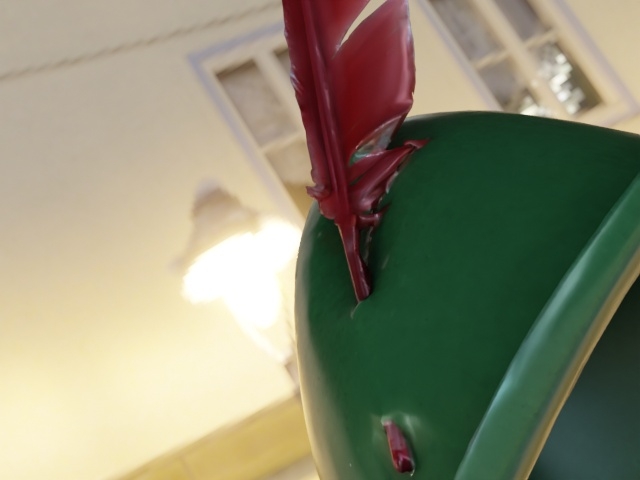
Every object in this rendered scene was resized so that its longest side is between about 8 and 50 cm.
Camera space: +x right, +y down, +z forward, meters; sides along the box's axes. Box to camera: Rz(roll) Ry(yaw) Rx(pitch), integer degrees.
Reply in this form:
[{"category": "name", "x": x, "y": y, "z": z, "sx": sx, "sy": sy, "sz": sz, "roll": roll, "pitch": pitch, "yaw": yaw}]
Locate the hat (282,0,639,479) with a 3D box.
[{"category": "hat", "x": 0.000, "y": 0.000, "z": 0.417, "sx": 0.208, "sy": 0.184, "sz": 0.173, "roll": -55, "pitch": -24, "yaw": -19}]
